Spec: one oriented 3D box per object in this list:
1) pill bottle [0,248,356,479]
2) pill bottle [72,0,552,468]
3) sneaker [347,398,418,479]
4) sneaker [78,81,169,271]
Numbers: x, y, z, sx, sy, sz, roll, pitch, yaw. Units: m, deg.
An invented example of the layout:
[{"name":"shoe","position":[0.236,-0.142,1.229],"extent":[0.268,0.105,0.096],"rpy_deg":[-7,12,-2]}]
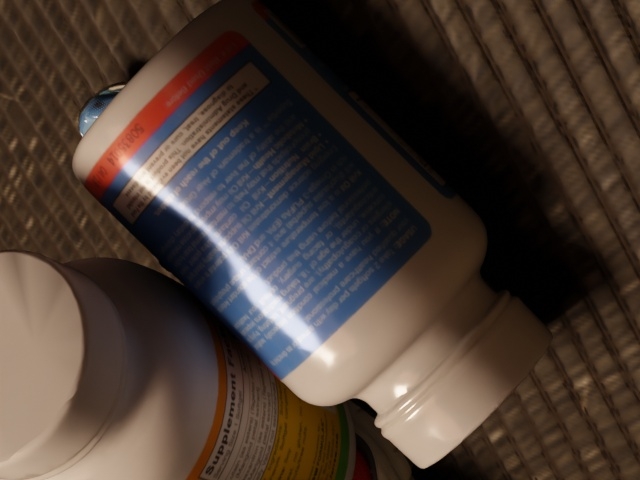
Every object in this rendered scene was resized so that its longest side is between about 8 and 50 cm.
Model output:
[{"name":"pill bottle","position":[-0.092,0.087,0.864],"extent":[0.136,0.136,0.246],"rpy_deg":[21,173,31]},{"name":"pill bottle","position":[0.000,0.000,0.819],"extent":[0.221,0.124,0.124],"rpy_deg":[45,147,1]},{"name":"sneaker","position":[-0.078,0.124,1.043],"extent":[0.279,0.118,0.107],"rpy_deg":[15,136,37]},{"name":"sneaker","position":[-0.068,-0.021,0.916],"extent":[0.162,0.073,0.063],"rpy_deg":[38,147,10]}]
